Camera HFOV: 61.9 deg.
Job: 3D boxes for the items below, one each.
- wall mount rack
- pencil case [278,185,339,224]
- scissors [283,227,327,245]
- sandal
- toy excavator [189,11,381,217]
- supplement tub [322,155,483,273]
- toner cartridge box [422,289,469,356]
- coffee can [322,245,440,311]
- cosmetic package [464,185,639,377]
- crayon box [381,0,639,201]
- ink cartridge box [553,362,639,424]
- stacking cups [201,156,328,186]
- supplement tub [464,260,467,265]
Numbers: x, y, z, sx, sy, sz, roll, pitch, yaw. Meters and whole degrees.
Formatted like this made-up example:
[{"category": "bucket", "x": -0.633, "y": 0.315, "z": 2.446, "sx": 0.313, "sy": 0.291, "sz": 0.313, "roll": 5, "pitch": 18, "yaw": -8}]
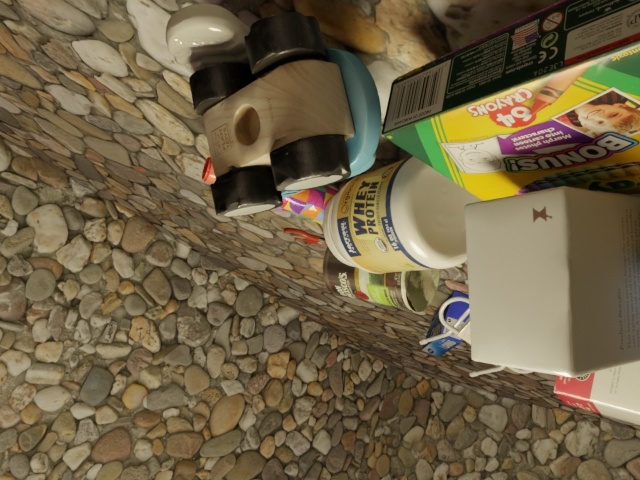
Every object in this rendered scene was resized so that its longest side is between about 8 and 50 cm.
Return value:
[{"category": "wall mount rack", "x": 0.477, "y": 0.293, "z": 1.609, "sx": 0.350, "sy": 0.304, "sz": 0.130, "roll": 34, "pitch": -157, "yaw": -5}, {"category": "pencil case", "x": -0.013, "y": -0.095, "z": 1.287, "sx": 0.236, "sy": 0.105, "sz": 0.104, "roll": 19, "pitch": 165, "yaw": -23}, {"category": "scissors", "x": 0.000, "y": 0.000, "z": 1.794, "sx": 0.297, "sy": 0.021, "sz": 0.109, "roll": 8, "pitch": 155, "yaw": 42}, {"category": "sandal", "x": -0.114, "y": -0.304, "z": 0.943, "sx": 0.169, "sy": 0.102, "sz": 0.416, "roll": -7, "pitch": 168, "yaw": 14}, {"category": "toy excavator", "x": -0.021, "y": -0.169, "z": 0.948, "sx": 0.432, "sy": 0.223, "sz": 0.445, "roll": -16, "pitch": 175, "yaw": 43}, {"category": "supplement tub", "x": 0.164, "y": -0.046, "z": 1.132, "sx": 0.228, "sy": 0.229, "sz": 0.316, "roll": 31, "pitch": 160, "yaw": -23}, {"category": "toner cartridge box", "x": 0.446, "y": 0.303, "z": 1.886, "sx": 0.075, "sy": 0.165, "sz": 0.348, "roll": 21, "pitch": 161, "yaw": 8}, {"category": "coffee can", "x": 0.174, "y": 0.082, "z": 1.529, "sx": 0.275, "sy": 0.202, "sz": 0.201, "roll": 7, "pitch": 156, "yaw": 39}, {"category": "cosmetic package", "x": 0.433, "y": 0.056, "z": 0.810, "sx": 0.452, "sy": 0.230, "sz": 0.161, "roll": 2, "pitch": 175, "yaw": -34}, {"category": "crayon box", "x": 0.323, "y": -0.157, "z": 0.717, "sx": 0.313, "sy": 0.106, "sz": 0.362, "roll": 25, "pitch": 160, "yaw": -33}, {"category": "ink cartridge box", "x": 0.793, "y": 0.295, "z": 1.257, "sx": 0.384, "sy": 0.279, "sz": 0.160, "roll": 8, "pitch": 157, "yaw": 39}, {"category": "stacking cups", "x": -0.138, "y": -0.131, "z": 1.338, "sx": 0.316, "sy": 0.096, "sz": 0.096, "roll": 12, "pitch": 166, "yaw": -21}, {"category": "supplement tub", "x": 0.356, "y": 0.013, "z": 1.141, "sx": 0.116, "sy": 0.117, "sz": 0.190, "roll": 25, "pitch": -170, "yaw": -7}]
